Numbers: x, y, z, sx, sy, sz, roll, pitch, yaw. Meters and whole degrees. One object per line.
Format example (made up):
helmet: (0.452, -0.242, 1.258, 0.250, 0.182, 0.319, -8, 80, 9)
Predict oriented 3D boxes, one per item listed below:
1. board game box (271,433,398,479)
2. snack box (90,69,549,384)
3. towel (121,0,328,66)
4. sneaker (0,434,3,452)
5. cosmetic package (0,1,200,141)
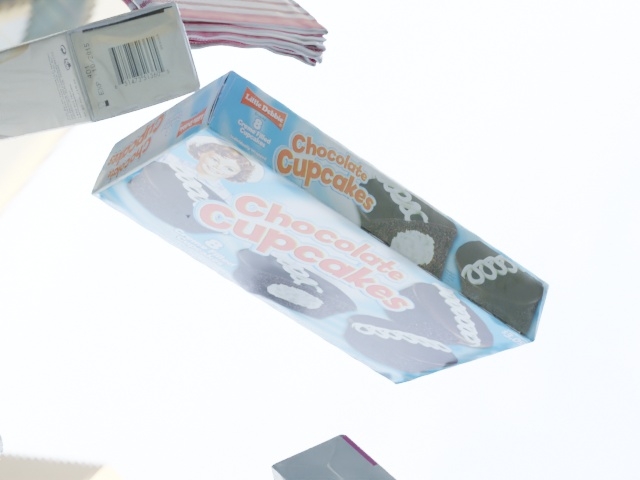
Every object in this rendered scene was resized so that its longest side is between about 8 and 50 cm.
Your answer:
board game box: (0.064, 0.387, 1.781, 0.097, 0.303, 0.224, -21, -150, -21)
snack box: (0.000, 0.000, 1.338, 0.187, 0.322, 0.060, -25, -141, 53)
towel: (-0.098, -0.183, 1.236, 0.197, 0.144, 0.029, 45, -56, 44)
sneaker: (-0.382, 0.207, 1.531, 0.090, 0.095, 0.235, -26, -174, 38)
cosmetic package: (-0.111, -0.073, 0.755, 0.060, 0.041, 0.115, -22, -169, -37)
